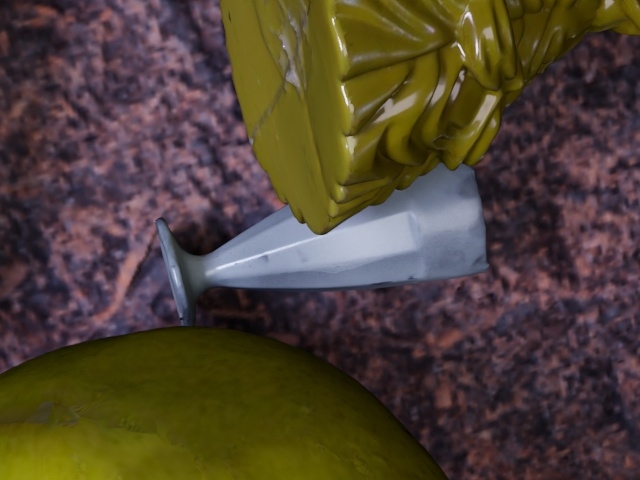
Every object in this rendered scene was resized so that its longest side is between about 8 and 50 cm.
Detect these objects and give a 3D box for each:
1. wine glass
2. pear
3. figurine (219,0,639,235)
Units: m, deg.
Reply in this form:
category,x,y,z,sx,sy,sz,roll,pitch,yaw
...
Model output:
category,x,y,z,sx,sy,sz,roll,pitch,yaw
wine glass,0.000,0.000,0.758,0.155,0.073,0.073,-14,110,-5
pear,-0.063,0.170,0.685,0.294,0.294,0.294,-4,108,-12
figurine,0.126,-0.124,0.700,0.315,0.168,0.187,-16,140,-14
